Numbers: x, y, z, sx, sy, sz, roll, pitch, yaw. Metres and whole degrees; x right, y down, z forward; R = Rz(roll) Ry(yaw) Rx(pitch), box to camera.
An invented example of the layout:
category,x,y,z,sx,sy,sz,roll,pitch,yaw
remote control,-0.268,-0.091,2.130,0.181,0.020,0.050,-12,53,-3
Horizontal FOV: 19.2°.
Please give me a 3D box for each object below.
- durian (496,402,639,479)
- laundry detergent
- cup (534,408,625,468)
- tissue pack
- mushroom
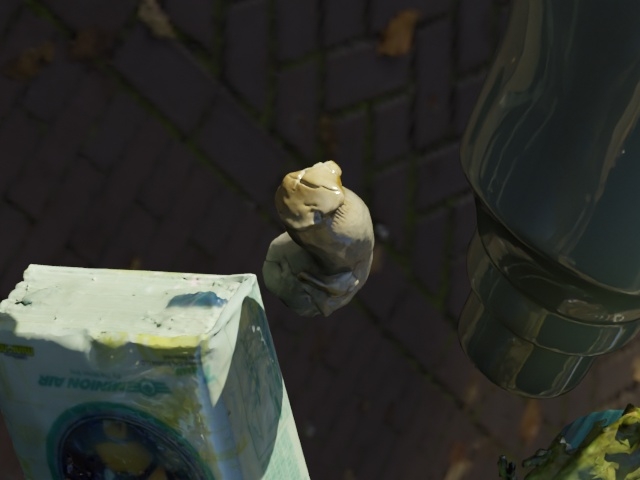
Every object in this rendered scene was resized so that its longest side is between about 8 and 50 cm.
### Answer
category,x,y,z,sx,sy,sz,roll,pitch,yaw
durian,0.107,0.219,0.785,0.163,0.198,0.394,-68,163,-52
laundry detergent,0.162,-0.095,0.747,0.264,0.124,0.398,-28,151,-42
cup,0.232,0.318,1.386,0.308,0.242,0.292,44,55,-11
tissue pack,-0.165,0.221,1.936,0.162,0.287,0.388,-49,134,-48
mushroom,0.002,0.001,1.715,0.099,0.096,0.278,-61,175,-16
